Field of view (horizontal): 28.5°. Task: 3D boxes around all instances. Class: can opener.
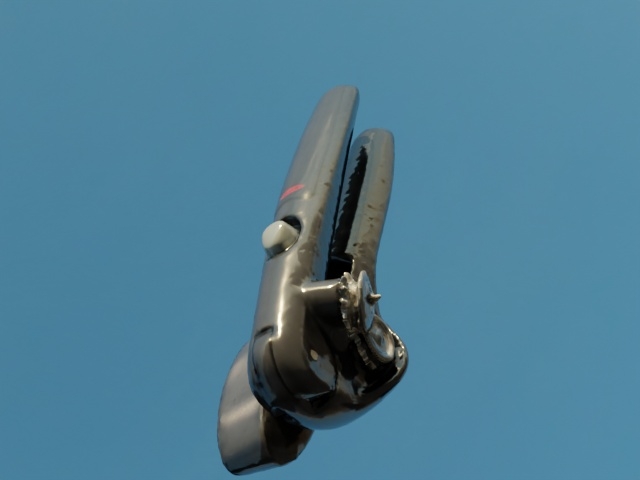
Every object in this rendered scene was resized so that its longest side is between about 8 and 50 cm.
[{"bbox_3d":[0.000,0.000,0.469,0.059,0.073,0.186,55,-149,-34],"label":"can opener"}]
